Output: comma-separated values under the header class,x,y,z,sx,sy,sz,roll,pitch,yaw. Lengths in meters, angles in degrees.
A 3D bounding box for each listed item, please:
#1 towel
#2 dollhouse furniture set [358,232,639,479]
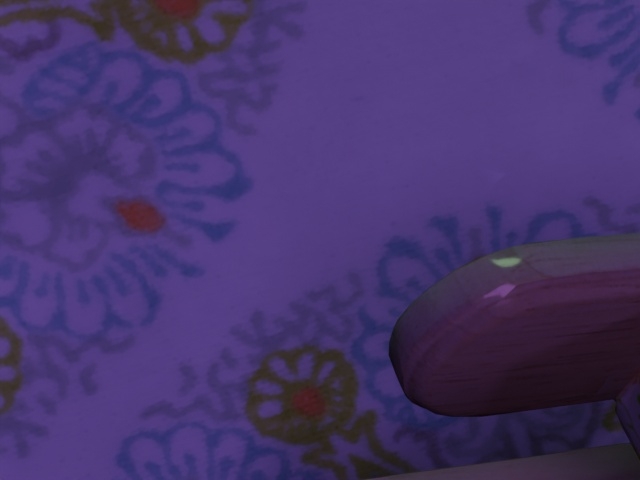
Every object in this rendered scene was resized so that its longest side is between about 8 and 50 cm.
class,x,y,z,sx,sy,sz,roll,pitch,yaw
towel,0.000,0.000,0.648,0.320,0.090,0.374,-16,112,-9
dollhouse furniture set,0.042,0.252,0.508,0.256,0.394,0.362,-5,57,-26
